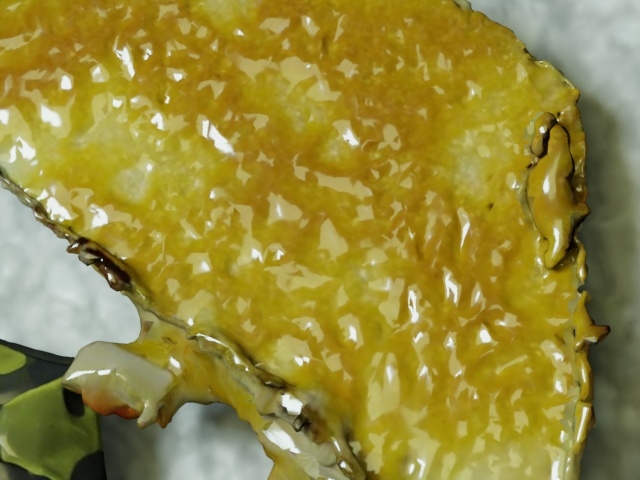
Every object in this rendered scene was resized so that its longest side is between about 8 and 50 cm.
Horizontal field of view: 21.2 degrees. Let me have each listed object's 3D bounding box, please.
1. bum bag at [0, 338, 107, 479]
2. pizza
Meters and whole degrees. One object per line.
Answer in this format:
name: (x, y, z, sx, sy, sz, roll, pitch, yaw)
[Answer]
bum bag: (-0.169, 0.113, 0.593, 0.232, 0.060, 0.106, -39, 74, 6)
pizza: (0.000, 0.000, 0.568, 0.189, 0.071, 0.297, -41, 68, -14)
